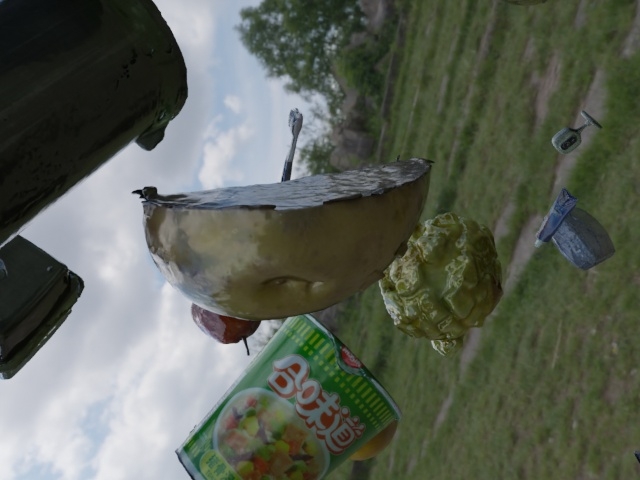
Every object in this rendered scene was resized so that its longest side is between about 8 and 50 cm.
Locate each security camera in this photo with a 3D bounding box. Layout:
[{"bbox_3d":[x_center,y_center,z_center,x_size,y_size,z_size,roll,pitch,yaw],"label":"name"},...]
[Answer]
[{"bbox_3d":[0.526,-0.218,1.318,0.092,0.058,0.058,-49,6,24],"label":"security camera"}]

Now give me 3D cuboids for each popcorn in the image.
[{"bbox_3d":[0.209,0.067,1.076,0.235,0.181,0.216,-42,-73,-42],"label":"popcorn"}]

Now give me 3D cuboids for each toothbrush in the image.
[{"bbox_3d":[-0.060,-0.137,1.164,0.026,0.024,0.288,61,159,24],"label":"toothbrush"}]

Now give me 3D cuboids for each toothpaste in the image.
[{"bbox_3d":[0.289,-0.025,0.791,0.019,0.027,0.083,-6,-48,-36],"label":"toothpaste"}]

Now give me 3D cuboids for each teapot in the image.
[{"bbox_3d":[-0.289,-0.139,0.564,0.337,0.201,0.270,-53,-55,-41],"label":"teapot"}]

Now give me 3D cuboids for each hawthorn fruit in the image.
[{"bbox_3d":[-0.215,0.189,1.533,0.157,0.194,0.157,-32,-8,-5],"label":"hawthorn fruit"}]

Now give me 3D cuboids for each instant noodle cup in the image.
[{"bbox_3d":[-0.049,0.229,0.800,0.233,0.207,0.207,-42,-15,-13],"label":"instant noodle cup"}]

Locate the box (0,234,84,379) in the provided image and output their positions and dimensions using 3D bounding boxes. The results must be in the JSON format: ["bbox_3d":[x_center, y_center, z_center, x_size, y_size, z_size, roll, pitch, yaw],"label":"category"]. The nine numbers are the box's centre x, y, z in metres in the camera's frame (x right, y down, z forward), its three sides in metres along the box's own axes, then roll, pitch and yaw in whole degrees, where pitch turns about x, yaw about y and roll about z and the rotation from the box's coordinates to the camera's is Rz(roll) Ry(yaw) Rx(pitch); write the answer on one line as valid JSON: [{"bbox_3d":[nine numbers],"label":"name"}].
[{"bbox_3d":[-0.571,0.078,1.069,0.220,0.291,0.166,-58,-2,-40],"label":"box"}]

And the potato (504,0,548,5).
[{"bbox_3d":[0.270,-0.410,0.881,0.148,0.197,0.228,-55,12,31],"label":"potato"}]

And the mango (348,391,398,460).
[{"bbox_3d":[0.046,0.267,1.069,0.119,0.177,0.317,-59,-2,7],"label":"mango"}]

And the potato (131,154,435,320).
[{"bbox_3d":[0.000,0.000,0.464,0.138,0.243,0.098,-154,57,-64],"label":"potato"}]

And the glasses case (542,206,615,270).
[{"bbox_3d":[0.448,-0.006,1.098,0.067,0.109,0.282,-44,-19,26],"label":"glasses case"}]

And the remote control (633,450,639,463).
[{"bbox_3d":[0.388,0.234,0.685,0.091,0.034,0.016,-29,31,46],"label":"remote control"}]
